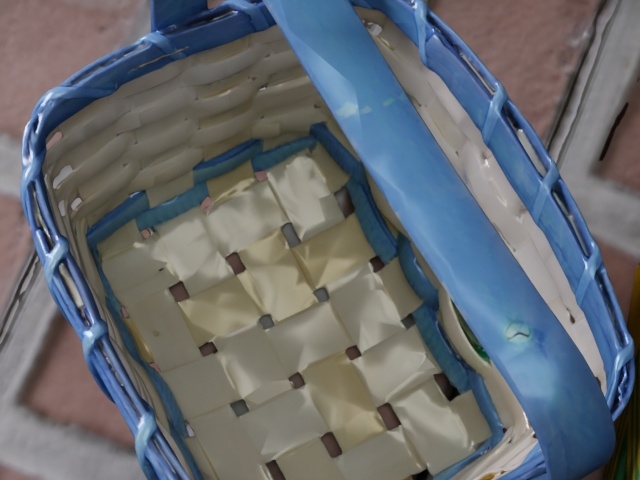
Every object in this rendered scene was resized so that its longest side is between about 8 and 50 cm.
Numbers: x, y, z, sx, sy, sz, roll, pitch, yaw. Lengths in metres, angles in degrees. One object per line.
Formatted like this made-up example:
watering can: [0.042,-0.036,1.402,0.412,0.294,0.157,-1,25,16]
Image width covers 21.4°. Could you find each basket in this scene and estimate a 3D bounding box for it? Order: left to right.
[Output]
basket: [0.000,0.000,0.649,0.201,0.289,0.254,-27,78,-11]

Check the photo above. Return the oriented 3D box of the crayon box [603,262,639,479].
crayon box: [0.227,0.117,0.731,0.202,0.081,0.318,14,68,0]
